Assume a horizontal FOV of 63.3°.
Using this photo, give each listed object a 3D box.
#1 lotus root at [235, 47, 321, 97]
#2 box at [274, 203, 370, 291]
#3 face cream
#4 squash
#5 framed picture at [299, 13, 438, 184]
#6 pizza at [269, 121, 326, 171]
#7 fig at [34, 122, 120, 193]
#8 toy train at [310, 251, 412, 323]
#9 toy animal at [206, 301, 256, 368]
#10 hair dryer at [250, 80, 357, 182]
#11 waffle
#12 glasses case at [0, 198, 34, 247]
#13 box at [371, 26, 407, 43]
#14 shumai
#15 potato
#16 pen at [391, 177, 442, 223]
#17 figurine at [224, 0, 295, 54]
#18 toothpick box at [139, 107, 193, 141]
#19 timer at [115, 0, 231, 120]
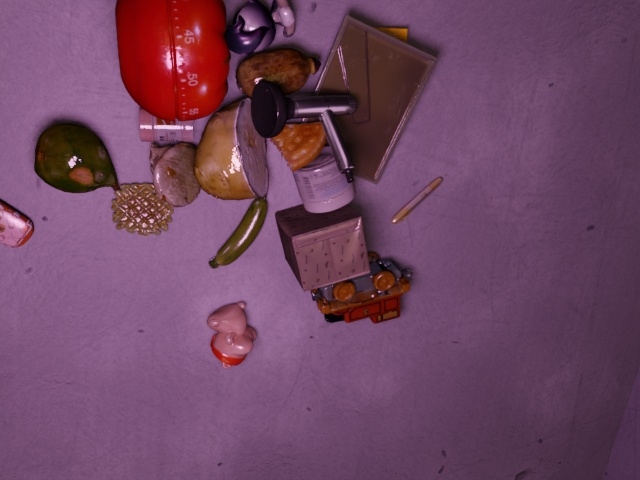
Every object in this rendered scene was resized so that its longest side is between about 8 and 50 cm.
[{"bbox_3d":[-0.124,-0.497,1.537,0.260,0.145,0.128,-17,146,-7],"label":"lotus root"},{"bbox_3d":[0.000,0.000,1.643,0.225,0.297,0.190,-16,110,-9],"label":"box"},{"bbox_3d":[0.009,-0.194,1.625,0.177,0.177,0.152,-23,118,-7],"label":"face cream"},{"bbox_3d":[-0.250,-0.022,1.695,0.318,0.080,0.071,-54,150,7],"label":"squash"},{"bbox_3d":[0.131,-0.429,1.644,0.326,0.028,0.446,19,111,-17],"label":"framed picture"},{"bbox_3d":[-0.078,-0.308,1.604,0.201,0.193,0.053,-48,157,-19],"label":"pizza"},{"bbox_3d":[-0.682,-0.217,1.480,0.195,0.195,0.245,-54,144,6],"label":"fig"},{"bbox_3d":[0.153,0.183,1.823,0.369,0.163,0.231,-14,118,-11],"label":"toy train"},{"bbox_3d":[-0.300,0.321,1.746,0.171,0.171,0.197,-13,108,-10],"label":"toy animal"},{"bbox_3d":[-0.007,-0.318,1.471,0.320,0.284,0.155,-4,146,-28],"label":"hair dryer"},{"bbox_3d":[-0.551,-0.095,1.610,0.184,0.036,0.169,2,108,-15],"label":"waffle"},{"bbox_3d":[-0.961,-0.081,1.490,0.267,0.067,0.103,37,94,-22],"label":"glasses case"},{"bbox_3d":[0.195,-0.537,1.661,0.153,0.043,0.269,-3,107,-10],"label":"box"},{"bbox_3d":[-0.450,-0.201,1.559,0.201,0.120,0.201,-21,116,-54],"label":"shumai"},{"bbox_3d":[-0.279,-0.265,1.536,0.196,0.246,0.299,-4,91,12],"label":"potato"},{"bbox_3d":[0.342,-0.138,1.835,0.233,0.032,0.040,-41,136,0],"label":"pen"},{"bbox_3d":[-0.176,-0.610,1.495,0.222,0.145,0.145,-29,112,-6],"label":"figurine"},{"bbox_3d":[-0.452,-0.339,1.525,0.149,0.098,0.098,-2,108,-15],"label":"toothpick box"},{"bbox_3d":[-0.379,-0.501,1.342,0.279,0.378,0.377,-4,108,-16],"label":"timer"}]
